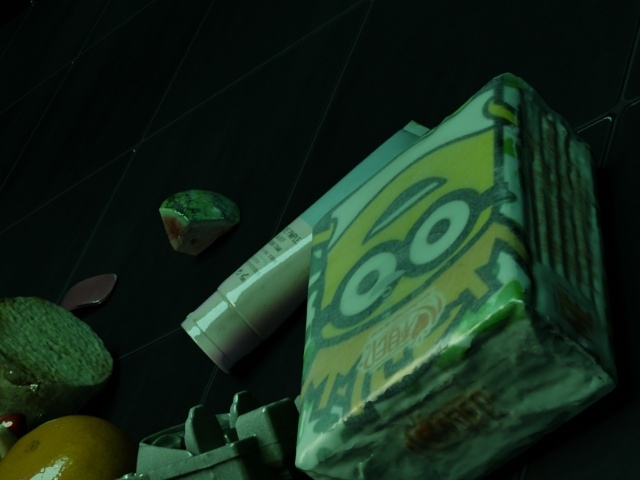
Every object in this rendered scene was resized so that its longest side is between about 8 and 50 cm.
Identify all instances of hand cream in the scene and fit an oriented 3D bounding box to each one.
[{"bbox_3d":[0.000,0.000,1.677,0.312,0.070,0.111,-42,20,-3],"label":"hand cream"}]

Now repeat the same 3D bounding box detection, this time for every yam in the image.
[{"bbox_3d":[-0.383,0.202,1.900,0.304,0.168,0.168,-48,22,6],"label":"yam"}]

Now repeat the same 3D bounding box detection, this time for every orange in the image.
[{"bbox_3d":[-0.238,0.240,1.627,0.156,0.124,0.156,-26,24,13],"label":"orange"}]

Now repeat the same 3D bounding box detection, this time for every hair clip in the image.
[{"bbox_3d":[-0.304,0.076,2.152,0.137,0.022,0.054,-26,28,44],"label":"hair clip"}]

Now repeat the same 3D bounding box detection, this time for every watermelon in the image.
[{"bbox_3d":[-0.132,-0.022,1.961,0.092,0.072,0.084,13,42,22],"label":"watermelon"}]

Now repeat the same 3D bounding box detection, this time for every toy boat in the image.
[{"bbox_3d":[-0.095,0.186,1.443,0.141,0.092,0.319,-15,-6,-41],"label":"toy boat"}]

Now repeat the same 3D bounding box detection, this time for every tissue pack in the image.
[{"bbox_3d":[0.101,0.042,1.304,0.228,0.128,0.311,-39,24,26],"label":"tissue pack"}]

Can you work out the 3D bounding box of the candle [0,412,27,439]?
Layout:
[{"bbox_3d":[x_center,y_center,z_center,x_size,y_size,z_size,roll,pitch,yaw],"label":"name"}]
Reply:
[{"bbox_3d":[-0.399,0.317,1.823,0.329,0.048,0.051,-58,30,11],"label":"candle"}]

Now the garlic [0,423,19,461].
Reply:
[{"bbox_3d":[-0.378,0.297,1.732,0.245,0.164,0.145,-46,-1,6],"label":"garlic"}]
